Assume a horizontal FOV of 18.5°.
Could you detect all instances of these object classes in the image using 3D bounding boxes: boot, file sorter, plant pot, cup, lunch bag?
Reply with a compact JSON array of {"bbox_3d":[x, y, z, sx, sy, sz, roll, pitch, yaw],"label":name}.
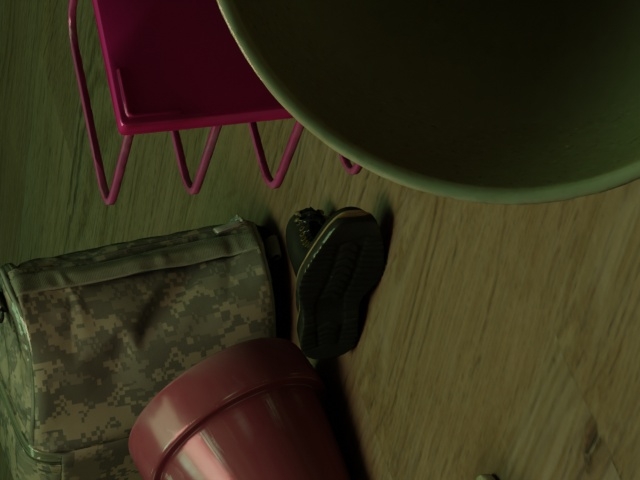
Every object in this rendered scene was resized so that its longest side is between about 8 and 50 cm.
[{"bbox_3d":[0.000,0.000,1.813,0.198,0.077,0.137,109,154,-49],"label":"boot"},{"bbox_3d":[-0.044,-0.155,1.557,0.182,0.290,0.202,117,143,-63],"label":"file sorter"},{"bbox_3d":[-0.058,0.224,1.889,0.180,0.201,0.201,56,150,27],"label":"plant pot"},{"bbox_3d":[0.111,-0.215,1.119,0.237,0.331,0.331,-73,-15,-68],"label":"cup"},{"bbox_3d":[-0.192,0.111,2.060,0.256,0.305,0.212,97,155,-43],"label":"lunch bag"}]

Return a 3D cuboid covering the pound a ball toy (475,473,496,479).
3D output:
[{"bbox_3d":[0.049,0.359,1.560,0.136,0.208,0.319,-125,35,-56],"label":"pound a ball toy"}]
